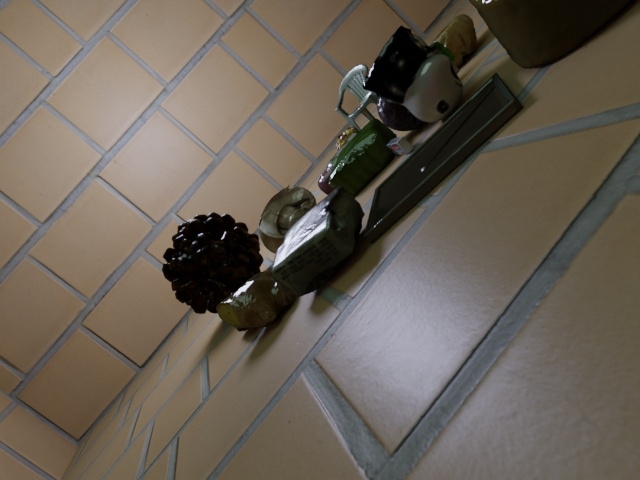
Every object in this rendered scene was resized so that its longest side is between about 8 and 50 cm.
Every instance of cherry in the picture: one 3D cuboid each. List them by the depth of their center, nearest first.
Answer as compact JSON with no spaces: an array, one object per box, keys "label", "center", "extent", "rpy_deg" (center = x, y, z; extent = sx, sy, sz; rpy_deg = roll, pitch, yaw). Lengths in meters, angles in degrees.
[{"label":"cherry","center":[0.275,-0.436,1.774],"extent":[0.195,0.195,0.195],"rpy_deg":[-47,11,12]}]

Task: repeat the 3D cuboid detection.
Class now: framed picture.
[{"label":"framed picture","center":[0.279,-0.207,1.345],"extent":[0.446,0.028,0.326],"rpy_deg":[-44,12,26]}]

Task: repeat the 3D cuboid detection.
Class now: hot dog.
[{"label":"hot dog","center":[0.118,-0.406,2.307],"extent":[0.123,0.093,0.261],"rpy_deg":[-59,-13,4]}]

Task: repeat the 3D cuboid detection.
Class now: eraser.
[{"label":"eraser","center":[0.243,-0.288,1.702],"extent":[0.029,0.052,0.122],"rpy_deg":[-50,10,-3]}]

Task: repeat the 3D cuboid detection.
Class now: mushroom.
[{"label":"mushroom","center":[-0.095,-0.047,1.970],"extent":[0.254,0.195,0.189],"rpy_deg":[-57,-20,-23]}]

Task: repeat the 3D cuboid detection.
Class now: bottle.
[{"label":"bottle","center":[0.092,-0.283,2.126],"extent":[0.253,0.120,0.120],"rpy_deg":[-52,11,-7]}]

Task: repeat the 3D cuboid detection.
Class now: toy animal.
[{"label":"toy animal","center":[0.282,-0.466,1.572],"extent":[0.213,0.266,0.212],"rpy_deg":[-60,-4,-6]}]

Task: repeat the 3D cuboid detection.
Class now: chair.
[{"label":"chair","center":[0.194,-0.597,2.388],"extent":[0.203,0.274,0.191],"rpy_deg":[-37,15,38]}]

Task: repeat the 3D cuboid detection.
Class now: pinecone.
[{"label":"pinecone","center":[-0.419,0.109,2.171],"extent":[0.398,0.397,0.398],"rpy_deg":[-47,11,12]}]

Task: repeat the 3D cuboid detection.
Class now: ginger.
[{"label":"ginger","center":[-0.153,0.149,1.592],"extent":[0.218,0.123,0.270],"rpy_deg":[-4,31,42]}]

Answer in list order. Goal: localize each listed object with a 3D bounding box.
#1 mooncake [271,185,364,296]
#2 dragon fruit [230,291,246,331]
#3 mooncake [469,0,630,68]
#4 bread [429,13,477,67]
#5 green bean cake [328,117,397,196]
[{"label":"mooncake","center":[0.003,0.004,1.428],"extent":[0.254,0.136,0.250],"rpy_deg":[-38,16,27]},{"label":"dragon fruit","center":[-0.214,0.227,1.721],"extent":[0.161,0.120,0.127],"rpy_deg":[107,148,-48]},{"label":"mooncake","center":[0.519,-0.584,1.151],"extent":[0.394,0.246,0.393],"rpy_deg":[-56,19,-19]},{"label":"bread","center":[0.465,-0.688,1.998],"extent":[0.244,0.134,0.244],"rpy_deg":[-50,8,10]},{"label":"green bean cake","center":[0.148,-0.284,1.894],"extent":[0.248,0.125,0.222],"rpy_deg":[-45,13,32]}]
